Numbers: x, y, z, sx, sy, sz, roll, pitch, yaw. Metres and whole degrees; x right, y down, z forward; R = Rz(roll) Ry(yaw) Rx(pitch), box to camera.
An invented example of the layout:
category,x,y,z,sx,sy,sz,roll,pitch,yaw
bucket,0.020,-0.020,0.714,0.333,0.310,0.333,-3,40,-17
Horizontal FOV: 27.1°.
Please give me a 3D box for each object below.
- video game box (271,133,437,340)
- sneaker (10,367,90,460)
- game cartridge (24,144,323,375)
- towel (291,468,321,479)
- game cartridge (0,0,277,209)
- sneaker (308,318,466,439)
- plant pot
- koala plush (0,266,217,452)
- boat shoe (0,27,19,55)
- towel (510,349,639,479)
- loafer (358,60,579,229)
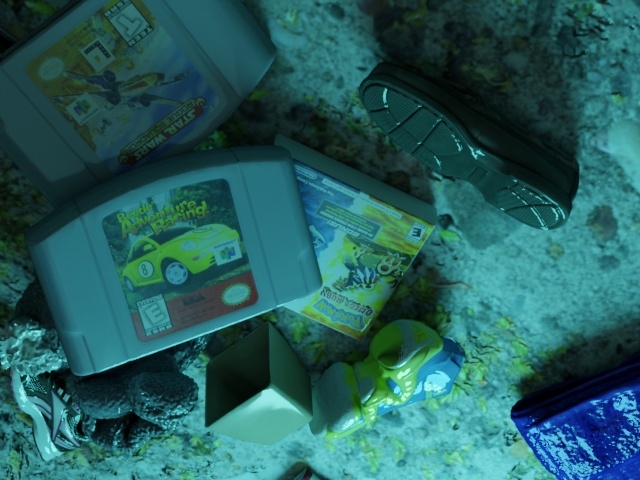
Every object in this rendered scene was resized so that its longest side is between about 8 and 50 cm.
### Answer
category,x,y,z,sx,sy,sz,roll,pitch,yaw
video game box,0.000,0.000,1.522,0.205,0.048,0.187,24,123,-9
sneaker,-0.335,0.195,1.676,0.077,0.072,0.178,-13,128,0
game cartridge,-0.154,0.011,1.419,0.294,0.060,0.196,-20,113,-12
towel,0.028,0.468,1.815,0.329,0.037,0.237,39,117,-17
game cartridge,-0.204,-0.168,1.394,0.297,0.062,0.198,-36,109,8
sneaker,0.086,0.181,1.599,0.126,0.091,0.240,15,144,-28
plant pot,-0.069,0.186,1.615,0.109,0.109,0.096,-35,124,24
koala plush,-0.266,0.123,1.549,0.221,0.196,0.203,37,129,-20
boat shoe,-0.330,-0.192,1.434,0.184,0.066,0.063,36,120,-4
towel,0.402,0.282,1.634,0.228,0.076,0.308,-26,115,21
loafer,0.163,-0.114,1.428,0.267,0.084,0.096,35,150,-11
